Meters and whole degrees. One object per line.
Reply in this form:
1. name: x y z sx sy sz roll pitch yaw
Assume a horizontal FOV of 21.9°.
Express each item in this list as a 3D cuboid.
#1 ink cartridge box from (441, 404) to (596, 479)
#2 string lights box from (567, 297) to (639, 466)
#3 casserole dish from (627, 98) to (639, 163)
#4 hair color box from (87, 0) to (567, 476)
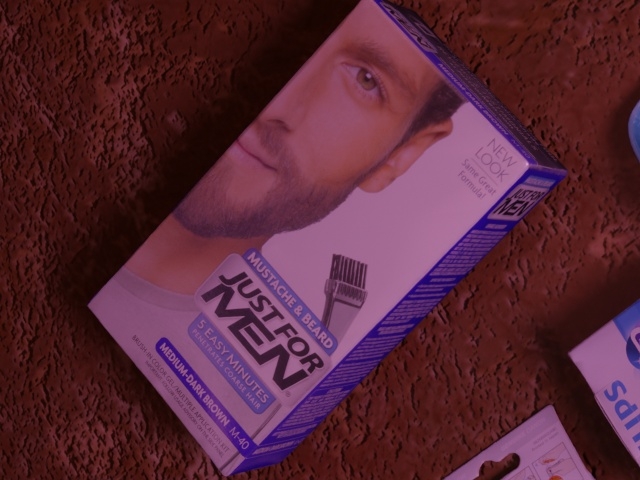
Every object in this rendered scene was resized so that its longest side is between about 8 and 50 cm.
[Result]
1. ink cartridge box: 0.167 0.238 1.238 0.145 0.045 0.179 -39 57 20
2. string lights box: 0.313 0.059 1.125 0.260 0.077 0.133 -40 59 19
3. casserole dish: 0.282 -0.064 1.135 0.114 0.037 0.188 -40 38 19
4. hair color box: 0.000 0.000 1.265 0.339 0.110 0.185 -47 72 15
